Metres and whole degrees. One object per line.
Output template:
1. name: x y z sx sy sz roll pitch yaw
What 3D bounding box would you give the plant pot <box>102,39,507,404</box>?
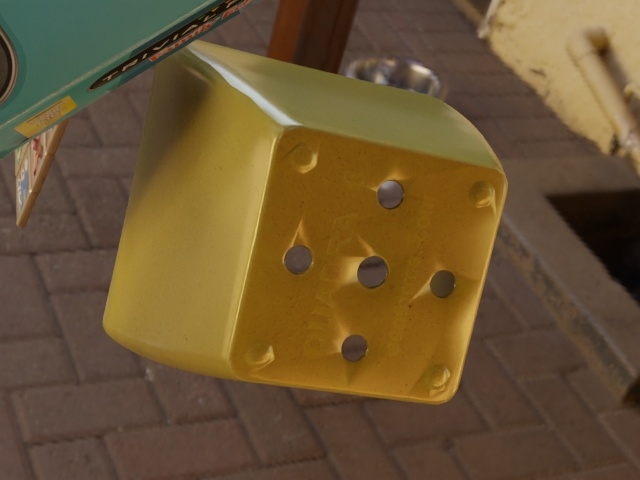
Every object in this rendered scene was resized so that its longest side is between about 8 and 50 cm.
1. plant pot: 0.000 0.000 0.686 0.212 0.212 0.187 10 8 -22

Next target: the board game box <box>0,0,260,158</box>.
1. board game box: -0.112 -0.207 0.482 0.336 0.079 0.254 -35 94 -16

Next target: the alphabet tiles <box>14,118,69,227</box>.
1. alphabet tiles: -0.160 -0.154 0.668 0.009 0.237 0.198 7 54 -26
